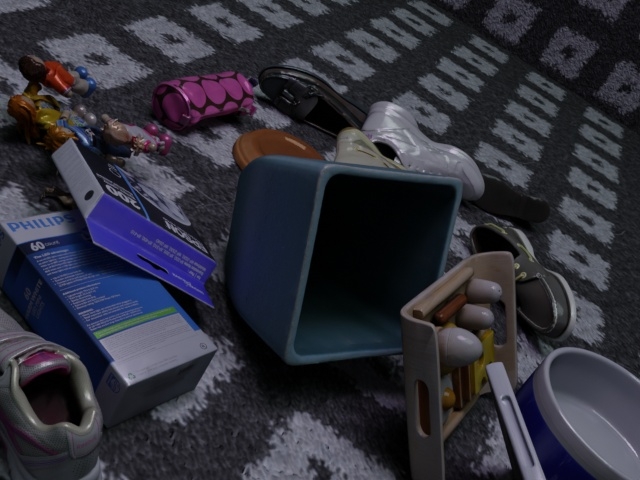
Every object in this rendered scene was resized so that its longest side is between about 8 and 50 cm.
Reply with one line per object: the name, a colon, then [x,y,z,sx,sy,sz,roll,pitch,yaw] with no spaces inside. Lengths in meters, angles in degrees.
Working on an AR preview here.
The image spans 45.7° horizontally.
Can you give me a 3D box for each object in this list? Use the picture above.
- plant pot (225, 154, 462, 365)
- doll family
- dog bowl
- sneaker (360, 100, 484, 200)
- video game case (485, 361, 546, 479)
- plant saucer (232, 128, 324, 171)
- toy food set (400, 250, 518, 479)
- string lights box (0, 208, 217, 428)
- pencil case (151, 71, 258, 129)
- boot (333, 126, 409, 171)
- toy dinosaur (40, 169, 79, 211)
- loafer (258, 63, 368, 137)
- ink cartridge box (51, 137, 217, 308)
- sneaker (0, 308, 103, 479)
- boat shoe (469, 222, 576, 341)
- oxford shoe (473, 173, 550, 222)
plant pot: [0.000,0.000,1.044,0.248,0.247,0.252,2,15,-39]
doll family: [-0.355,-0.165,1.106,0.263,0.118,0.163,36,14,14]
dog bowl: [0.413,0.290,1.119,0.265,0.104,0.265,21,32,-14]
sneaker: [0.206,-0.156,1.603,0.305,0.114,0.152,33,60,-10]
video game case: [0.252,0.293,0.906,0.026,0.227,0.206,-16,37,7]
plant saucer: [-0.063,-0.144,1.393,0.200,0.037,0.200,21,33,-14]
toy food set: [0.200,0.159,1.002,0.092,0.220,0.306,3,17,32]
string lights box: [-0.255,0.076,0.877,0.259,0.077,0.133,45,33,21]
pencil case: [-0.206,-0.254,1.381,0.098,0.095,0.209,54,37,6]
boot: [0.099,-0.096,1.425,0.213,0.077,0.165,40,38,-18]
toy dinosaur: [-0.331,-0.059,1.048,0.092,0.053,0.183,33,22,-31]
loafer: [-0.007,-0.279,1.584,0.267,0.096,0.084,22,44,-21]
ink cartridge box: [-0.227,-0.023,0.971,0.206,0.045,0.208,37,10,-46]
sneaker: [-0.286,0.131,0.738,0.252,0.111,0.103,42,33,18]
boat shoe: [0.362,0.070,1.390,0.091,0.109,0.305,16,28,-23]
oxford shoe: [0.404,-0.092,1.707,0.212,0.076,0.076,23,2,-8]
